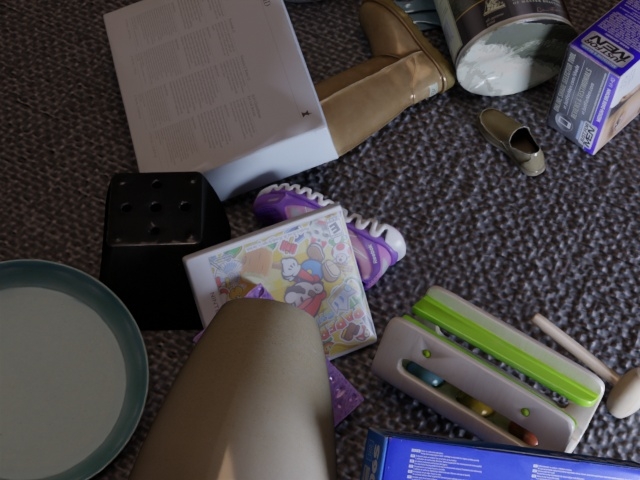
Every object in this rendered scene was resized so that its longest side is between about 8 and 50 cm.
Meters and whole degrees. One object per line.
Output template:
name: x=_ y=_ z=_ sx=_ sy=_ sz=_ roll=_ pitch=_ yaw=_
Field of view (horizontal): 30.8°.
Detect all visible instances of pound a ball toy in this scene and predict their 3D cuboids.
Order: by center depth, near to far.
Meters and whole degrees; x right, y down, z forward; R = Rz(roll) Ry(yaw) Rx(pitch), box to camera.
pound a ball toy: x=0.254 y=0.190 z=1.549 sx=0.319 sy=0.135 sz=0.208 roll=30 pitch=33 yaw=19

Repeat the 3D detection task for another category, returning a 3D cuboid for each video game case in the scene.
video game case: x=-0.051 y=0.082 z=1.575 sx=0.227 sy=0.206 sz=0.026 roll=-20 pitch=16 yaw=-16

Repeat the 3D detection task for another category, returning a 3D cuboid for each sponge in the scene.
sponge: x=-0.055 y=0.170 z=1.525 sx=0.117 sy=0.031 sz=0.210 roll=-42 pitch=90 yaw=-9

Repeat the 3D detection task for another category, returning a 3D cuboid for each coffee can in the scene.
coffee can: x=0.283 y=-0.404 z=1.897 sx=0.202 sy=0.201 sz=0.275 roll=-9 pitch=64 yaw=-8

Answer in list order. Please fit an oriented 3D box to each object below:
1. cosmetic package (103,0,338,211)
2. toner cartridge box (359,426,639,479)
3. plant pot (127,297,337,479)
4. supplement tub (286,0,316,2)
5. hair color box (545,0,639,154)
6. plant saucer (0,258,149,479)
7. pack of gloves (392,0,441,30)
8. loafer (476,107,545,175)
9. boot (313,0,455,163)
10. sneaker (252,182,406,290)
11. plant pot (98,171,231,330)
cosmetic package: x=-0.161 y=-0.244 z=1.808 sx=0.284 sy=0.097 sz=0.377 roll=-21 pitch=58 yaw=5
toner cartridge box: x=0.216 y=0.323 z=1.362 sx=0.348 sy=0.075 sz=0.165 roll=10 pitch=87 yaw=-13
plant pot: x=-0.088 y=0.217 z=1.393 sx=0.257 sy=0.256 sz=0.274 roll=8 pitch=64 yaw=4
supplement tub: x=-0.031 y=-0.591 z=1.972 sx=0.235 sy=0.325 sz=0.235 roll=1 pitch=54 yaw=-1
hair color box: x=0.517 y=-0.309 z=1.865 sx=0.339 sy=0.185 sz=0.110 roll=-38 pitch=64 yaw=-25
plant saucer: x=-0.385 y=0.181 z=1.523 sx=0.318 sy=0.043 sz=0.317 roll=3 pitch=71 yaw=-10
pack of gloves: x=0.199 y=-0.440 z=2.056 sx=0.232 sy=0.046 sz=0.195 roll=-5 pitch=65 yaw=-1
loafer: x=0.305 y=-0.165 z=1.838 sx=0.056 sy=0.050 sz=0.148 roll=-31 pitch=60 yaw=-22
boot: x=0.050 y=-0.270 z=1.887 sx=0.269 sy=0.089 sz=0.236 roll=-30 pitch=59 yaw=-19
sneaker: x=0.000 y=0.000 z=1.689 sx=0.236 sy=0.095 sz=0.104 roll=23 pitch=64 yaw=14
plant pot: x=-0.225 y=0.003 z=1.631 sx=0.188 sy=0.167 sz=0.187 roll=-2 pitch=53 yaw=-1
